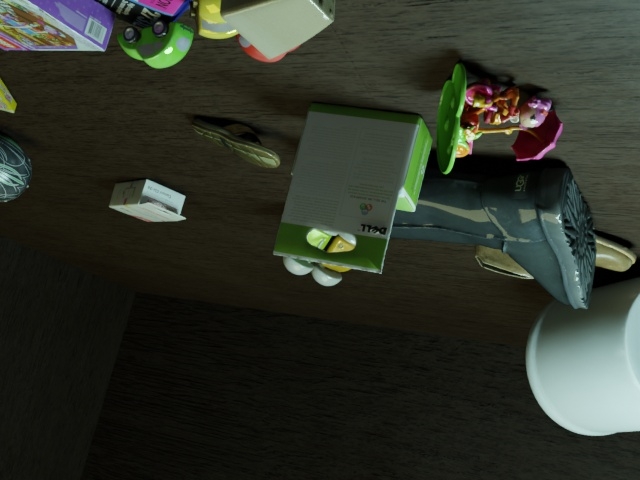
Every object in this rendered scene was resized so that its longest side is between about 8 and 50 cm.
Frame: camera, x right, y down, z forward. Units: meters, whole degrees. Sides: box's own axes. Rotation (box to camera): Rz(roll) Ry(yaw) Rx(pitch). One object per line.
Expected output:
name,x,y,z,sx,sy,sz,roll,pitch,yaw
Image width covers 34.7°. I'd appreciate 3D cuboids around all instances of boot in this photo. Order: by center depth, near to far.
boot,0.242,-0.017,1.822,0.445,0.146,0.367,2,147,27
boot,0.441,0.030,1.946,0.305,0.115,0.112,13,165,3

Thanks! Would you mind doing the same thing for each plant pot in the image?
plant pot,-0.041,-0.286,1.165,0.096,0.109,0.109,-8,157,28

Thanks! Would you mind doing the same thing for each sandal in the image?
sandal,-0.149,-0.185,1.836,0.180,0.049,0.072,26,165,17

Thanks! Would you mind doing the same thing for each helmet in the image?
helmet,-0.737,-0.166,2.293,0.161,0.169,0.169,26,177,40

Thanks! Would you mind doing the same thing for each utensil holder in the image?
utensil holder,0.656,0.236,2.129,0.327,0.327,0.385,17,165,-12

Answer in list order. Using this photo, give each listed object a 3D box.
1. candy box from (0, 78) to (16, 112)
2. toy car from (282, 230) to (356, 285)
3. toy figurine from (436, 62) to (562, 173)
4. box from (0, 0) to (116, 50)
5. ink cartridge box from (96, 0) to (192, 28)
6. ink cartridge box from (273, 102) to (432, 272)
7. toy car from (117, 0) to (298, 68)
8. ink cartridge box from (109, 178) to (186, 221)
candy box,-0.649,-0.296,1.940,0.105,0.027,0.206,12,168,-2
toy car,0.000,0.000,2.295,0.182,0.159,0.136,22,-158,-32
toy figurine,0.251,-0.167,1.395,0.159,0.130,0.173,2,143,-4
box,-0.423,-0.320,1.253,0.201,0.057,0.293,7,167,34
ink cartridge box,-0.266,-0.341,1.263,0.371,0.069,0.176,16,168,-19
ink cartridge box,0.051,-0.073,1.606,0.189,0.255,0.097,10,167,21
toy car,-0.154,-0.255,1.303,0.225,0.053,0.239,-7,174,23
ink cartridge box,-0.404,-0.094,2.445,0.115,0.067,0.198,23,166,-36
